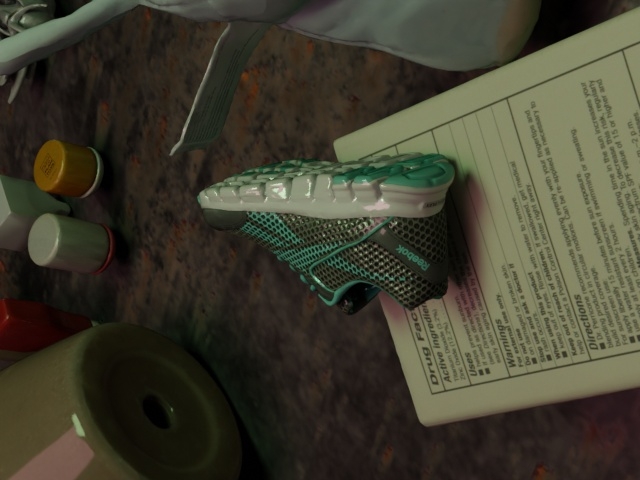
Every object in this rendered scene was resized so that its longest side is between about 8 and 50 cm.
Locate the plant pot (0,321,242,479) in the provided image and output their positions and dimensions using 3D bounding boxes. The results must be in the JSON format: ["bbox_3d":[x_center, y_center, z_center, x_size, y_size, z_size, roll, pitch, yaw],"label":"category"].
[{"bbox_3d":[-0.181,0.177,1.077,0.229,0.263,0.263,-42,69,29],"label":"plant pot"}]

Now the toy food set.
[{"bbox_3d":[-0.216,0.027,1.177,0.232,0.104,0.111,-46,52,28],"label":"toy food set"}]

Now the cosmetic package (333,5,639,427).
[{"bbox_3d":[0.159,-0.021,0.680,0.309,0.113,0.160,-18,88,51],"label":"cosmetic package"}]

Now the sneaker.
[{"bbox_3d":[0.000,0.000,0.741,0.166,0.065,0.076,3,108,51],"label":"sneaker"}]

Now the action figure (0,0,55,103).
[{"bbox_3d":[-0.296,-0.217,1.161,0.285,0.099,0.185,37,117,30],"label":"action figure"}]

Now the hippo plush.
[{"bbox_3d":[0.001,-0.213,0.773,0.294,0.234,0.236,-48,35,31],"label":"hippo plush"}]
